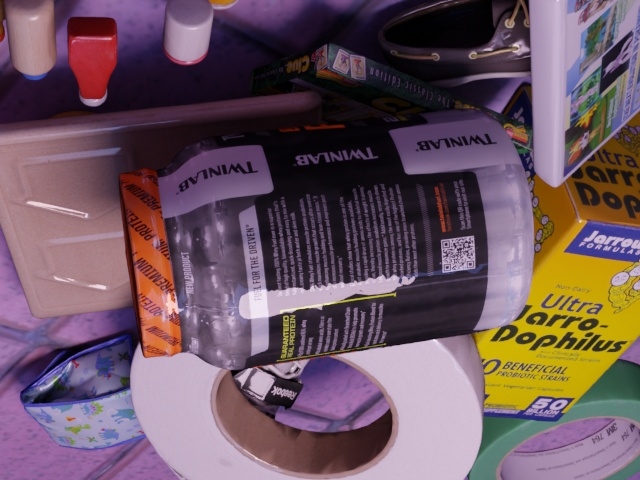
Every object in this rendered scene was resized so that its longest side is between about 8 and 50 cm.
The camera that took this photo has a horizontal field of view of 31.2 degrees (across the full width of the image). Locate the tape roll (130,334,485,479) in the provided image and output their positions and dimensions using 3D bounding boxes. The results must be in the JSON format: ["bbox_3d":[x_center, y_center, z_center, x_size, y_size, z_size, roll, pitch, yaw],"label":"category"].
[{"bbox_3d":[-0.015,0.170,1.261,0.392,0.072,0.392,6,130,7],"label":"tape roll"}]

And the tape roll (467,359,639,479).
[{"bbox_3d":[0.374,0.302,1.766,0.321,0.077,0.321,-8,142,-6],"label":"tape roll"}]

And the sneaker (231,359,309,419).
[{"bbox_3d":[-0.074,0.176,1.424,0.122,0.146,0.330,22,129,-35],"label":"sneaker"}]

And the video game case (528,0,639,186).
[{"bbox_3d":[0.292,-0.216,0.965,0.300,0.036,0.329,-42,157,-7],"label":"video game case"}]

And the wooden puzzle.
[{"bbox_3d":[-0.161,-0.042,1.176,0.322,0.080,0.348,-6,148,-5],"label":"wooden puzzle"}]

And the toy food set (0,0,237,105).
[{"bbox_3d":[-0.182,-0.184,0.973,0.232,0.111,0.104,-4,153,-13],"label":"toy food set"}]

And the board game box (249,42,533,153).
[{"bbox_3d":[0.073,-0.127,1.127,0.259,0.030,0.136,17,164,-32],"label":"board game box"}]

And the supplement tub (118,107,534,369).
[{"bbox_3d":[0.000,0.000,1.018,0.338,0.207,0.207,-7,142,-12],"label":"supplement tub"}]

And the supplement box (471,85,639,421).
[{"bbox_3d":[0.249,0.029,1.292,0.194,0.195,0.356,6,138,-23],"label":"supplement box"}]

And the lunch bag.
[{"bbox_3d":[-0.280,0.198,1.427,0.151,0.096,0.129,-22,142,-2],"label":"lunch bag"}]

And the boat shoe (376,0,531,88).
[{"bbox_3d":[0.164,-0.194,1.048,0.228,0.081,0.068,-12,153,23],"label":"boat shoe"}]
